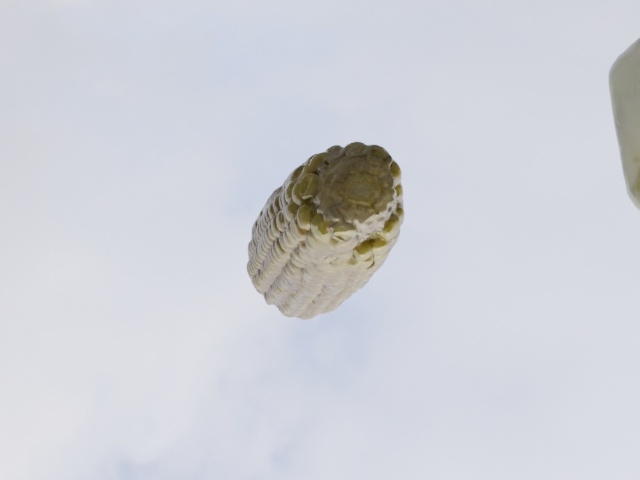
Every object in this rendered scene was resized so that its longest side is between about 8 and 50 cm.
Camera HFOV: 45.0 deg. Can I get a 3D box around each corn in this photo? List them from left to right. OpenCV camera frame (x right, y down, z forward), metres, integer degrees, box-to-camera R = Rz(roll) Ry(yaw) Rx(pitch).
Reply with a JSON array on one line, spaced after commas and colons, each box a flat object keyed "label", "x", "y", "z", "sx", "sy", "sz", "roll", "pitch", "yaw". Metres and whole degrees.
[{"label": "corn", "x": 0.000, "y": 0.000, "z": 0.554, "sx": 0.097, "sy": 0.261, "sz": 0.097, "roll": 3, "pitch": -103, "yaw": -11}]

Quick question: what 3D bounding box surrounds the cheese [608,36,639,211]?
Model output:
[{"label": "cheese", "x": 0.324, "y": -0.094, "z": 0.382, "sx": 0.266, "sy": 0.123, "sz": 0.242, "roll": -13, "pitch": 179, "yaw": -11}]
